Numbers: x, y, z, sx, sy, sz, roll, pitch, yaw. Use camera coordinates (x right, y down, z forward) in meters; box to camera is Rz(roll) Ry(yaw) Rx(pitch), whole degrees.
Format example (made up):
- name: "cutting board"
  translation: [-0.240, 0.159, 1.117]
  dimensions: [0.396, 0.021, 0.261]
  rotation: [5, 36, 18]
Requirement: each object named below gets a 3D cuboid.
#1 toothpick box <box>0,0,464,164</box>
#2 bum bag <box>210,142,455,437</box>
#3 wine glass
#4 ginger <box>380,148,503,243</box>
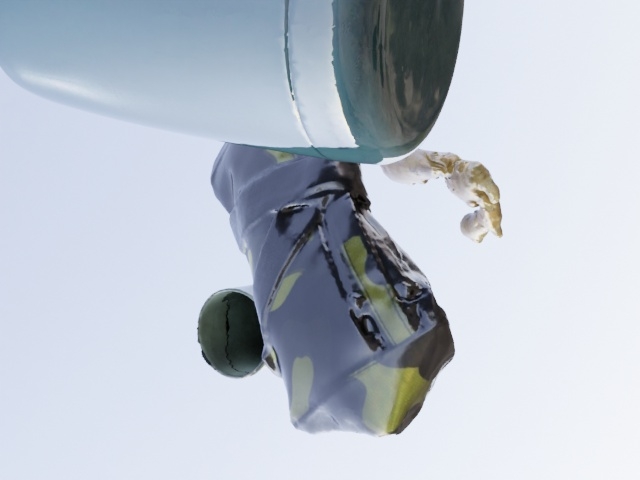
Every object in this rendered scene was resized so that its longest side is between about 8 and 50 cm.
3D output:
- name: "toothpick box"
  translation: [-0.043, -0.098, 0.482]
  dimensions: [0.120, 0.184, 0.120]
  rotation: [8, -90, -67]
- name: "bum bag"
  translation: [0.000, 0.000, 0.579]
  dimensions: [0.060, 0.232, 0.107]
  rotation: [21, -52, -37]
- name: "wine glass"
  translation: [-0.021, 0.076, 1.191]
  dimensions: [0.231, 0.103, 0.103]
  rotation: [-9, -70, -55]
- name: "ginger"
  translation: [0.141, -0.077, 1.397]
  dimensions: [0.193, 0.176, 0.052]
  rotation: [46, -116, -14]
